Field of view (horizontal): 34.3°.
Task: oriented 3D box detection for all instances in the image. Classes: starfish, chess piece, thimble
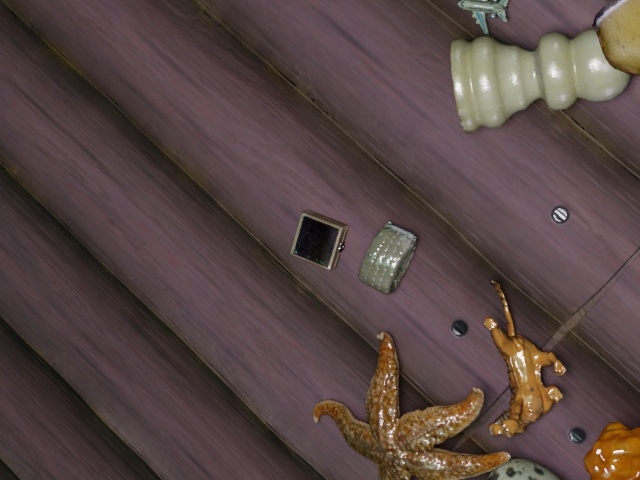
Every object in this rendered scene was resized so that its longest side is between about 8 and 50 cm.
[{"bbox_3d":[0.134,0.330,1.694,0.375,0.094,0.327,20,116,35],"label":"starfish"},{"bbox_3d":[0.329,-0.245,1.528,0.251,0.144,0.144,-7,96,17],"label":"chess piece"},{"bbox_3d":[0.110,0.029,1.681,0.062,0.084,0.110,28,95,15],"label":"thimble"}]

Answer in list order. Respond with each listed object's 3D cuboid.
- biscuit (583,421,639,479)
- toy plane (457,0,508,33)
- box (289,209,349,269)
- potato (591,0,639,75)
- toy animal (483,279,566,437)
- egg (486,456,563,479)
[{"bbox_3d":[0.540,0.401,1.469,0.312,0.110,0.318,-12,92,20],"label":"biscuit"},{"bbox_3d":[0.251,-0.358,1.589,0.083,0.033,0.080,14,104,28],"label":"toy plane"},{"bbox_3d":[0.000,0.000,1.749,0.083,0.035,0.079,21,106,19],"label":"box"},{"bbox_3d":[0.530,-0.277,1.348,0.300,0.246,0.196,-24,80,3],"label":"potato"},{"bbox_3d":[0.310,0.183,1.627,0.114,0.116,0.255,-9,90,-3],"label":"toy animal"},{"bbox_3d":[0.332,0.446,1.605,0.177,0.177,0.228,-26,77,24],"label":"egg"}]
